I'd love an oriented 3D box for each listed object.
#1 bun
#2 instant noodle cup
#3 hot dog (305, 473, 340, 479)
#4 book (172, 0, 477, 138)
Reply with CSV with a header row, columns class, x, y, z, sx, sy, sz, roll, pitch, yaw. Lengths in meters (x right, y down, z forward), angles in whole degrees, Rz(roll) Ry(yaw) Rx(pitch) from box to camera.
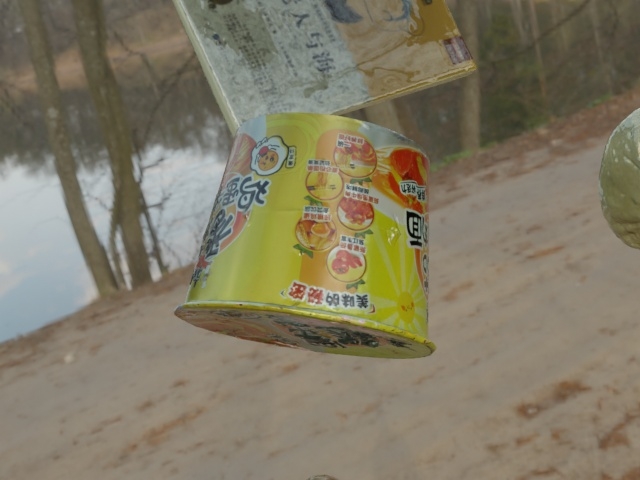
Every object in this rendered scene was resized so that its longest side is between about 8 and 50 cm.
class,x,y,z,sx,sy,sz,roll,pitch,yaw
bun,0.435,-0.063,1.123,0.221,0.220,0.134,-9,22,23
instant noodle cup,0.000,0.000,0.952,0.264,0.200,0.264,9,-13,2
hot dog,0.038,0.356,1.131,0.100,0.135,0.337,-17,-4,-9
book,0.007,-0.300,1.319,0.389,0.269,0.032,-22,-9,-24
